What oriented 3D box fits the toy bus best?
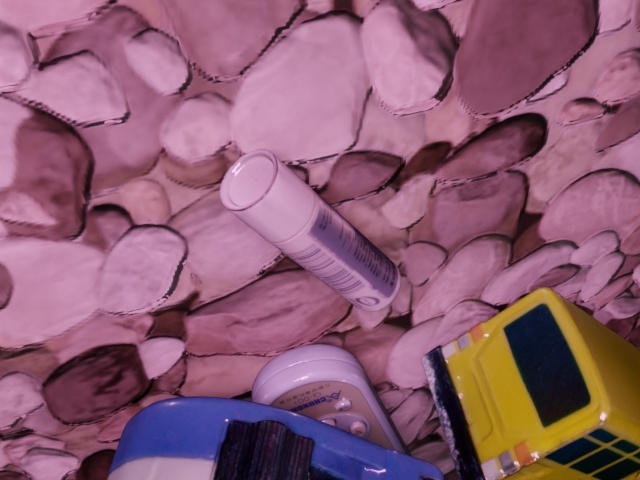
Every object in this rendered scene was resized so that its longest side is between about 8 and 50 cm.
[{"bbox_3d":[0.220,0.152,0.616,0.150,0.128,0.262,-39,133,26],"label":"toy bus"}]

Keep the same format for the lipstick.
[{"bbox_3d":[0.000,0.000,0.448,0.040,0.040,0.141,-37,135,14],"label":"lipstick"}]

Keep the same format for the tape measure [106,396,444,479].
[{"bbox_3d":[-0.071,0.217,0.575,0.215,0.098,0.351,25,141,-18],"label":"tape measure"}]

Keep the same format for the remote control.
[{"bbox_3d":[0.017,0.158,0.608,0.087,0.047,0.244,-23,136,3],"label":"remote control"}]
